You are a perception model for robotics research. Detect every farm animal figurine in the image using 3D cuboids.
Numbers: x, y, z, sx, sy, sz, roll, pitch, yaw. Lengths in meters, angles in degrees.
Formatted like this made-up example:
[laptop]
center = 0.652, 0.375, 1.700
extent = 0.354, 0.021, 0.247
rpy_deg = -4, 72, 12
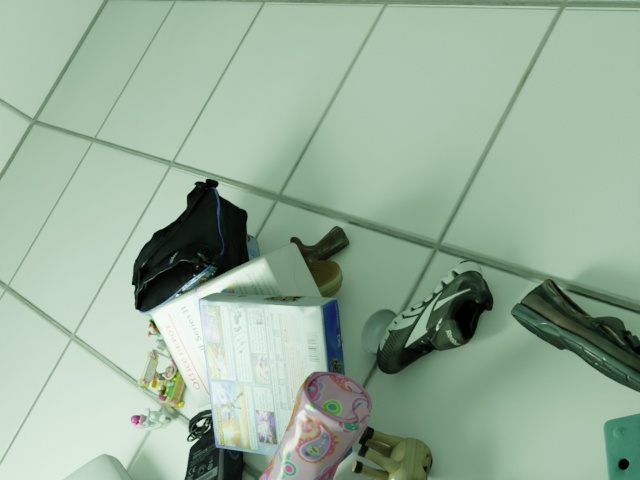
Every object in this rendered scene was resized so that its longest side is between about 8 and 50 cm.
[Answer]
[farm animal figurine]
center = 0.093, 0.430, 1.313
extent = 0.327, 0.172, 0.330
rpy_deg = 103, -170, -76

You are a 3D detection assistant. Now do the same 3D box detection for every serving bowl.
[serving bowl]
center = 0.109, 0.159, 1.618
extent = 0.083, 0.027, 0.083
rpy_deg = -28, 45, 32

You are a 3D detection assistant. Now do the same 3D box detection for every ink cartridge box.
[ink cartridge box]
center = -0.163, 0.168, 1.719
extent = 0.353, 0.207, 0.119
rpy_deg = -26, 2, 30

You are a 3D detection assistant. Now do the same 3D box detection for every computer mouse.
[computer mouse]
center = -0.182, 0.409, 1.723
extent = 0.188, 0.072, 0.272
rpy_deg = -32, 31, 31

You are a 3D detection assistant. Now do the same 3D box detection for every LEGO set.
[LEGO set]
center = -0.342, 0.245, 1.975
extent = 0.132, 0.107, 0.287
rpy_deg = -29, 45, 30

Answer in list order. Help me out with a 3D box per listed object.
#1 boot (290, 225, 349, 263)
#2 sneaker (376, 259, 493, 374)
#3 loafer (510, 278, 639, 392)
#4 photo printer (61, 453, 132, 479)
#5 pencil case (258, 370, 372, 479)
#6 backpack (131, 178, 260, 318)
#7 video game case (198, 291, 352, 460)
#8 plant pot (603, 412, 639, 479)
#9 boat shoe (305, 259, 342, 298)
[boot]
center = 0.000, 0.000, 1.844
extent = 0.114, 0.037, 0.106
rpy_deg = -44, 52, 20
[sneaker]
center = 0.185, 0.141, 1.510
extent = 0.234, 0.078, 0.106
rpy_deg = -45, 36, 10
[loafer]
center = 0.375, 0.123, 1.311
extent = 0.084, 0.096, 0.267
rpy_deg = -52, 35, -5
[photo printer]
center = -0.434, 0.569, 1.777
extent = 0.256, 0.107, 0.307
rpy_deg = -34, 35, -15
[pencil case]
center = -0.018, 0.340, 1.462
extent = 0.124, 0.124, 0.284
rpy_deg = 57, 132, 50
[backpack]
center = -0.257, 0.057, 1.942
extent = 0.263, 0.213, 0.277
rpy_deg = -32, 35, 19
[video game case]
center = -0.076, 0.224, 1.577
extent = 0.244, 0.061, 0.270
rpy_deg = 1, 102, 30
[plant pot]
center = 0.416, 0.274, 1.035
extent = 0.165, 0.234, 0.166
rpy_deg = -22, 49, 35
[boat shoe]
center = -0.065, 0.125, 1.798
extent = 0.285, 0.089, 0.105
rpy_deg = -25, 25, 30
